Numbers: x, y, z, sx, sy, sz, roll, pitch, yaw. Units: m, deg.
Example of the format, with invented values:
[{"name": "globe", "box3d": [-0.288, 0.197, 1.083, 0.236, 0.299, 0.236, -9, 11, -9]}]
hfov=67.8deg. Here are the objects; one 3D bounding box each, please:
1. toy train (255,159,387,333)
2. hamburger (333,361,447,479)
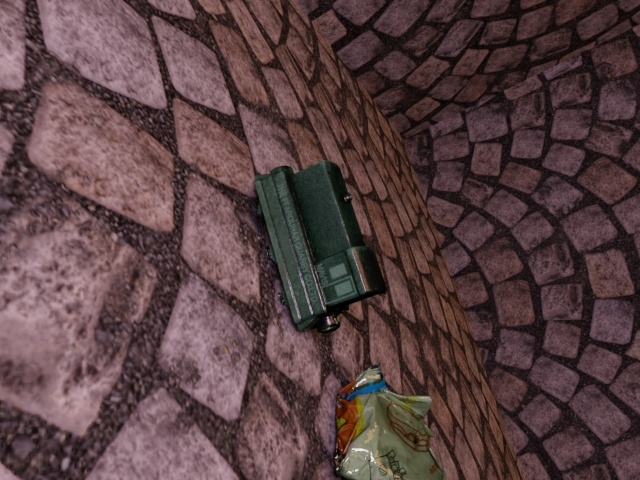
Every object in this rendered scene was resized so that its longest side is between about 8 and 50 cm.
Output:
[{"name": "toy train", "box3d": [0.000, 0.000, 0.881, 0.138, 0.178, 0.331, 11, 60, -64]}, {"name": "hamburger", "box3d": [0.139, 0.384, 0.859, 0.276, 0.150, 0.260, 63, 23, -10]}]
